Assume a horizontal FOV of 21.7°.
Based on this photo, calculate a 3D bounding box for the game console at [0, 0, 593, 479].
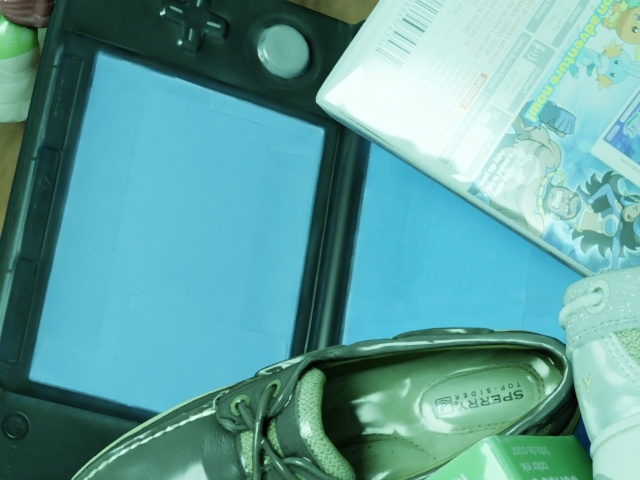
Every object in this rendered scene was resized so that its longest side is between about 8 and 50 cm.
[{"bbox_3d":[0.000,0.000,0.753,0.173,0.250,0.293,-29,48,59],"label":"game console"}]

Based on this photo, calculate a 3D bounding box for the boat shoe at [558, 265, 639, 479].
[{"bbox_3d":[0.237,0.013,0.570,0.320,0.118,0.103,-23,63,22],"label":"boat shoe"}]

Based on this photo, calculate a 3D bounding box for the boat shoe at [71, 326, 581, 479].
[{"bbox_3d":[-0.001,0.078,0.670,0.224,0.073,0.080,-16,69,-3],"label":"boat shoe"}]

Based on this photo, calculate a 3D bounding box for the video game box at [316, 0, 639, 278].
[{"bbox_3d":[0.132,-0.092,0.715,0.187,0.048,0.205,34,90,18],"label":"video game box"}]

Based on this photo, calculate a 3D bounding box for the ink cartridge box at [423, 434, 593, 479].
[{"bbox_3d":[0.074,0.199,0.610,0.154,0.093,0.212,-38,69,19],"label":"ink cartridge box"}]

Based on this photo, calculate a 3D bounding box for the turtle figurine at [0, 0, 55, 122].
[{"bbox_3d":[-0.170,-0.226,0.976,0.274,0.198,0.266,-91,14,-53],"label":"turtle figurine"}]
